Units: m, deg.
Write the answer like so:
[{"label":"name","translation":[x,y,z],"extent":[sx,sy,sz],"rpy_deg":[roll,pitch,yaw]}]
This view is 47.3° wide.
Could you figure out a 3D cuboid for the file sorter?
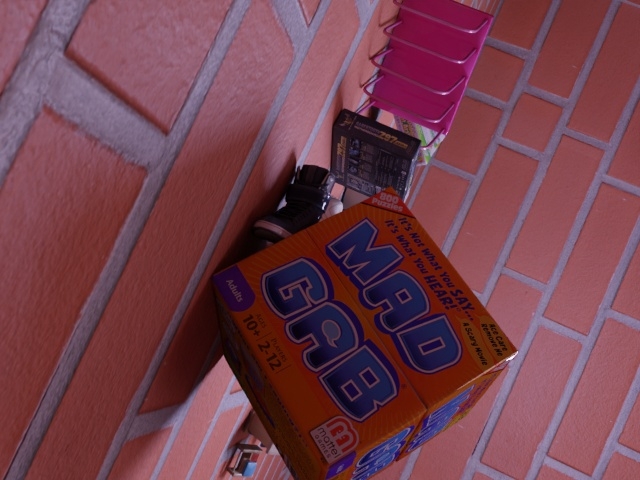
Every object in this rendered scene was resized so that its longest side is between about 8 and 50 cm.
[{"label":"file sorter","translation":[0.219,-0.377,1.614],"extent":[0.182,0.202,0.291],"rpy_deg":[-48,160,-56]}]

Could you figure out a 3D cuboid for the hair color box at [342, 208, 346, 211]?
[{"label":"hair color box","translation":[0.044,0.109,1.930],"extent":[0.174,0.105,0.347],"rpy_deg":[-111,-144,-62]}]

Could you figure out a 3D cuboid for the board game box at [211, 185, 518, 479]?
[{"label":"board game box","translation":[0.056,0.200,1.289],"extent":[0.356,0.357,0.356],"rpy_deg":[-27,156,-17]}]

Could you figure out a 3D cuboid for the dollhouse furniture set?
[{"label":"dollhouse furniture set","translation":[-0.145,0.588,2.023],"extent":[0.129,0.129,0.184],"rpy_deg":[20,94,-42]}]

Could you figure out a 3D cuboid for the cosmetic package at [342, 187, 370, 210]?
[{"label":"cosmetic package","translation":[0.148,-0.146,1.987],"extent":[0.153,0.129,0.296],"rpy_deg":[-57,167,-49]}]

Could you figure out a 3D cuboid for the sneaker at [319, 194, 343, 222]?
[{"label":"sneaker","translation":[0.000,0.000,1.601],"extent":[0.292,0.118,0.110],"rpy_deg":[-55,164,-52]}]

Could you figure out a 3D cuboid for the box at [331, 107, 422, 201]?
[{"label":"box","translation":[0.116,-0.173,1.601],"extent":[0.233,0.183,0.059],"rpy_deg":[90,25,-64]}]

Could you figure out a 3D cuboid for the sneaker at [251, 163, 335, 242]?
[{"label":"sneaker","translation":[-0.045,-0.066,1.310],"extent":[0.226,0.086,0.164],"rpy_deg":[23,85,-74]}]

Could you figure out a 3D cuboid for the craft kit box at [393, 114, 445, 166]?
[{"label":"craft kit box","translation":[0.245,-0.343,1.877],"extent":[0.247,0.060,0.250],"rpy_deg":[-52,127,-60]}]
